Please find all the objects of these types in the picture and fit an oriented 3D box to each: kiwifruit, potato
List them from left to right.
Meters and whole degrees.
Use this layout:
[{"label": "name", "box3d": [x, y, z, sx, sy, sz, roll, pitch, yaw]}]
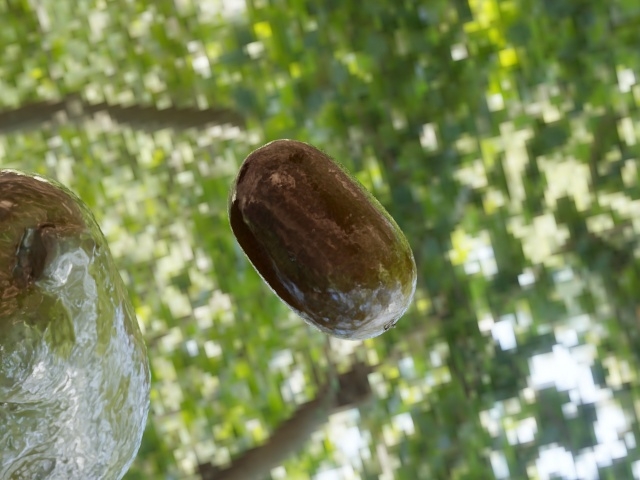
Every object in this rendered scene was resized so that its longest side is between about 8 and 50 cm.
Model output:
[{"label": "potato", "box3d": [-0.212, 0.095, 1.179, 0.218, 0.202, 0.351, -46, 170, -40]}, {"label": "kiwifruit", "box3d": [0.000, 0.000, 1.022, 0.075, 0.124, 0.075, -36, 165, -12]}]
